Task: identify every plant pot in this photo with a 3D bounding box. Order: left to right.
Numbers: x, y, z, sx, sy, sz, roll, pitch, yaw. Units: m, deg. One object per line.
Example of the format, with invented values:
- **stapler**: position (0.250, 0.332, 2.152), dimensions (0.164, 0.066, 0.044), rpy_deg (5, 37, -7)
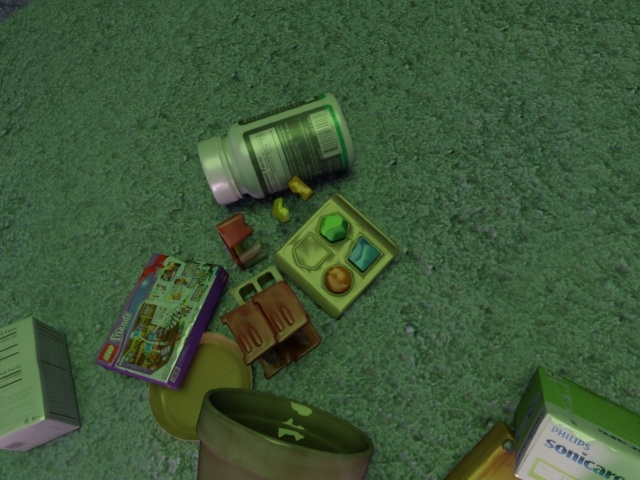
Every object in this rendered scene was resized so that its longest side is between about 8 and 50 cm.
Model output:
- **plant pot**: position (-0.264, 0.323, 1.108), dimensions (0.237, 0.032, 0.236), rpy_deg (-3, 63, 7)
- **plant pot**: position (-0.098, 0.452, 0.894), dimensions (0.324, 0.323, 0.280), rpy_deg (16, 84, 15)

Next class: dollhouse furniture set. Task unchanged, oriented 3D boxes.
- **dollhouse furniture set**: position (-0.162, 0.102, 1.111), dimensions (0.152, 0.201, 0.374), rpy_deg (-32, 64, -7)

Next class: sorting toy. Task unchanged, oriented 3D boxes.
- **sorting toy**: position (0.000, 0.000, 1.166), dimensions (0.307, 0.041, 0.229), rpy_deg (43, 87, 8)

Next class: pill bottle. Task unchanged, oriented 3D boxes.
- **pill bottle**: position (-0.112, -0.226, 1.266), dimensions (0.362, 0.204, 0.204), rpy_deg (-18, 63, -2)

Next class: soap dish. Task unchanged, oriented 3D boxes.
- **soap dish**: position (0.322, 0.507, 0.888), dimensions (0.291, 0.118, 0.229), rpy_deg (-41, 66, -11)

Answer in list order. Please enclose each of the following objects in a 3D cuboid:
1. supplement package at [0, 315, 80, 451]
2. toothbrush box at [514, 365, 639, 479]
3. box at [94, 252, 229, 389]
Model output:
- **supplement package**: position (-0.650, 0.318, 1.103), dimensions (0.134, 0.139, 0.244), rpy_deg (-23, 62, -5)
- **toothbrush box**: position (0.455, 0.347, 0.850), dimensions (0.206, 0.283, 0.122), rpy_deg (25, 99, 18)
- **box**: position (-0.362, 0.177, 1.155), dimensions (0.201, 0.057, 0.293), rpy_deg (9, 60, 20)
